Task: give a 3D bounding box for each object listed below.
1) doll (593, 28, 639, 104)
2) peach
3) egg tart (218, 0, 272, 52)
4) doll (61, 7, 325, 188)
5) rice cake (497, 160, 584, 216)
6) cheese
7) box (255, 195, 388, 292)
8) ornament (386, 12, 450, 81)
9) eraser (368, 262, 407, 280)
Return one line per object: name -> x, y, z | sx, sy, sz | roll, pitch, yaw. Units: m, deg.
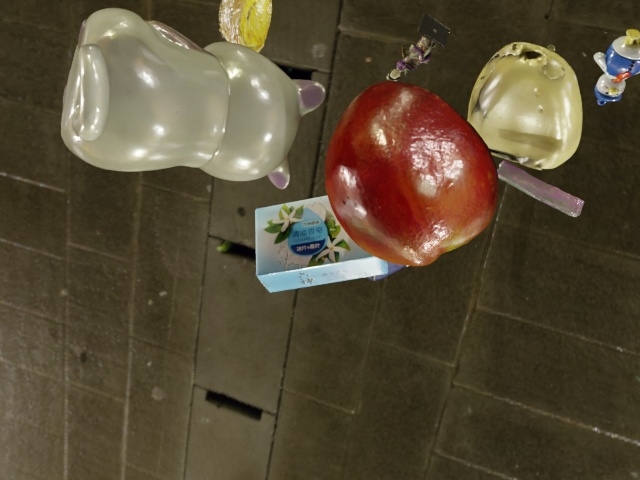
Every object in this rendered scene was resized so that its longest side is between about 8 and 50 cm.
doll -> 0.477, -0.273, 1.020 | 0.098, 0.058, 0.143 | 7, 143, -3
peach -> 0.121, -0.100, 0.960 | 0.248, 0.245, 0.275 | -30, 92, 33
egg tart -> -0.169, -0.496, 1.405 | 0.074, 0.191, 0.191 | 14, 112, 15
doll -> -0.201, -0.194, 0.916 | 0.226, 0.370, 0.215 | 44, 122, 37
rice cake -> 0.492, -0.116, 1.440 | 0.206, 0.036, 0.047 | 32, 96, 15
cheese -> 0.455, -0.306, 1.426 | 0.259, 0.128, 0.316 | 13, 150, 21
box -> 0.000, 0.000, 1.175 | 0.232, 0.083, 0.143 | -10, 61, 12
ornament -> 0.233, -0.459, 1.612 | 0.088, 0.081, 0.203 | 32, 135, -11
eraser -> 0.232, -0.029, 1.645 | 0.155, 0.332, 0.102 | 52, 158, 34
